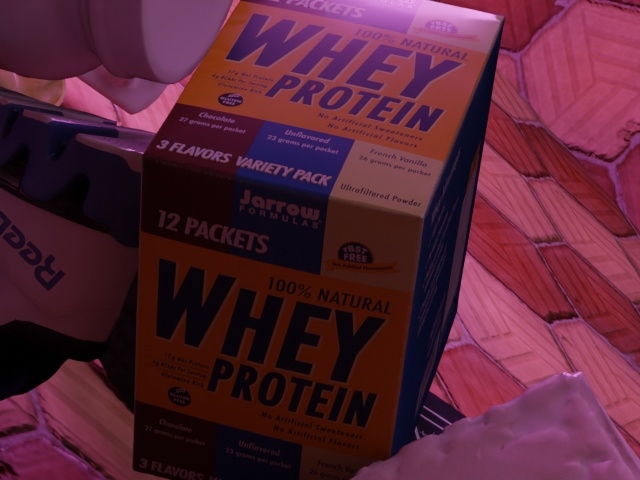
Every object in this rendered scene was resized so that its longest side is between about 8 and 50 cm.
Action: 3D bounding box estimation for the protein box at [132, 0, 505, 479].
[{"bbox_3d":[0.000,0.000,1.008,0.136,0.201,0.200,13,37,9],"label":"protein box"}]

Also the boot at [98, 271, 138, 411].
[{"bbox_3d":[-0.034,0.091,1.349,0.338,0.118,0.223,56,14,-5],"label":"boot"}]

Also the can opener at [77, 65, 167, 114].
[{"bbox_3d":[-0.222,-0.188,1.472,0.280,0.074,0.093,35,-14,-36],"label":"can opener"}]

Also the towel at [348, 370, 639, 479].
[{"bbox_3d":[0.038,0.240,0.845,0.053,0.332,0.317,67,-4,-46],"label":"towel"}]

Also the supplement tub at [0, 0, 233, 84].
[{"bbox_3d":[-0.220,-0.234,1.190,0.331,0.241,0.241,16,13,13],"label":"supplement tub"}]

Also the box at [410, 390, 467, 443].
[{"bbox_3d":[0.094,0.272,1.087,0.296,0.183,0.294,36,20,-31],"label":"box"}]

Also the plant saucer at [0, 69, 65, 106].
[{"bbox_3d":[-0.289,-0.171,1.424,0.241,0.037,0.241,41,18,-17],"label":"plant saucer"}]

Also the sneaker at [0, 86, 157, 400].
[{"bbox_3d":[-0.220,-0.007,1.093,0.316,0.182,0.127,22,6,35],"label":"sneaker"}]
